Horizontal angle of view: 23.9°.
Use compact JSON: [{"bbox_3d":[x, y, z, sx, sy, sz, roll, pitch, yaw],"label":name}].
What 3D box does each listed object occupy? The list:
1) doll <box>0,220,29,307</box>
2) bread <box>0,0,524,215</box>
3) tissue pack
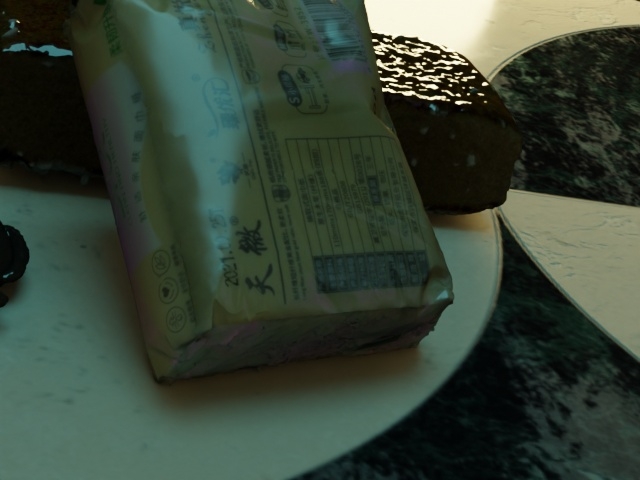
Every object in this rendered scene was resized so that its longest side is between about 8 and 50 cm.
[{"bbox_3d":[-0.260,-0.005,0.972,0.139,0.057,0.165,0,37,-30],"label":"doll"},{"bbox_3d":[-0.060,-0.109,1.183,0.417,0.113,0.165,6,31,-17],"label":"bread"},{"bbox_3d":[-0.036,-0.049,0.988,0.215,0.123,0.256,-5,64,-31],"label":"tissue pack"}]
